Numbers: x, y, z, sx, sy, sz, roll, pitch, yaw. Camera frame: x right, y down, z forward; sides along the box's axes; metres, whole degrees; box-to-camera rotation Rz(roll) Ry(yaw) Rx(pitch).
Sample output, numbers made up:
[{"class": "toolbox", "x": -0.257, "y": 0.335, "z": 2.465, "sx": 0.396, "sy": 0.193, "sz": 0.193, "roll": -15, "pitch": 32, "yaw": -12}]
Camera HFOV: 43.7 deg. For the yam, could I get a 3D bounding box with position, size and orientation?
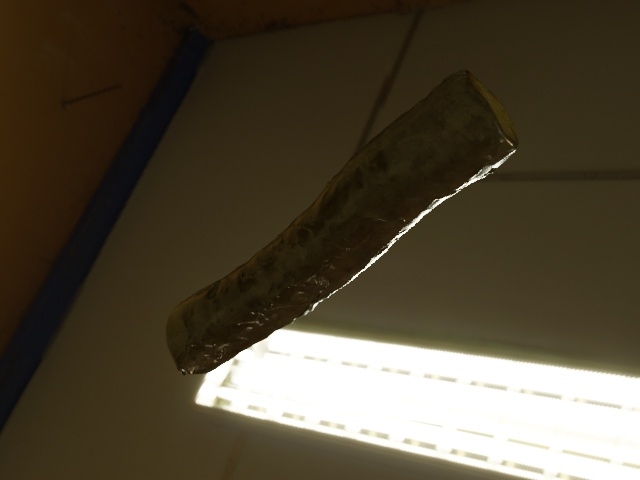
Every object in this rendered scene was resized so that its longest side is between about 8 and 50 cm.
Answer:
[{"class": "yam", "x": 0.000, "y": 0.000, "z": 0.628, "sx": 0.357, "sy": 0.081, "sz": 0.081, "roll": -37, "pitch": -137, "yaw": 30}]
